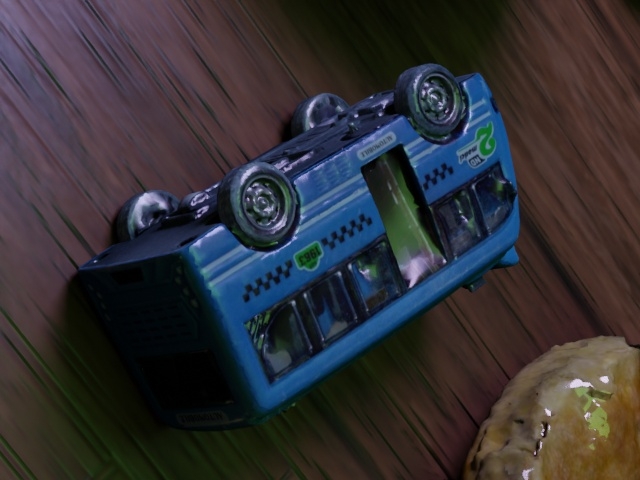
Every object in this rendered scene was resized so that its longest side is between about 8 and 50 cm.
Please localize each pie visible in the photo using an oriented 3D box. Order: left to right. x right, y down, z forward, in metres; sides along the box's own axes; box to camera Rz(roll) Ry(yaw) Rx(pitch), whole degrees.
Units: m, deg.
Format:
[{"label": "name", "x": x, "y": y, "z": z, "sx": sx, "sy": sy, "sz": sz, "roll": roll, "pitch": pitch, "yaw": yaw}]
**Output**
[{"label": "pie", "x": 0.205, "y": 0.220, "z": 1.092, "sx": 0.339, "sy": 0.083, "sz": 0.339, "roll": 15, "pitch": 67, "yaw": -38}]

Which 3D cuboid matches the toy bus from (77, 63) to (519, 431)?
[{"label": "toy bus", "x": 0.000, "y": 0.000, "z": 0.974, "sx": 0.246, "sy": 0.113, "sz": 0.134, "roll": -31, "pitch": 102, "yaw": -37}]
